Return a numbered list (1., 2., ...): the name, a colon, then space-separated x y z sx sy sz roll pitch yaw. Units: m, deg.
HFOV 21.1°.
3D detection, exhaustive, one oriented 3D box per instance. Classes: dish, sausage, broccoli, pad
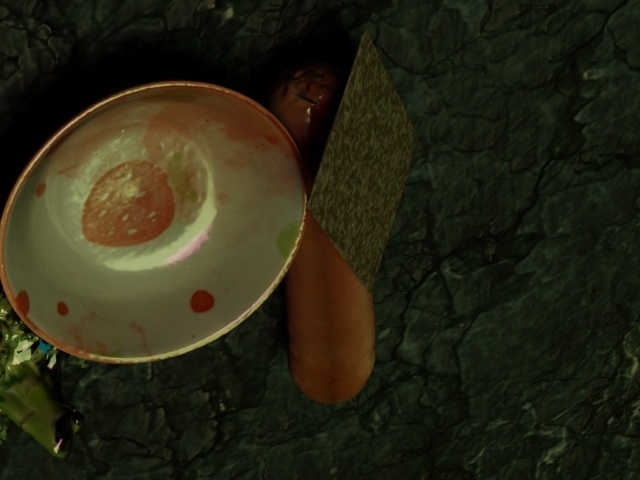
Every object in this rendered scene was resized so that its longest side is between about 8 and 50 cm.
1. dish: -0.144 -0.029 1.399 0.260 0.085 0.260 -12 125 -19
2. sausage: 0.000 0.000 1.550 0.419 0.094 0.094 83 28 -48
3. broccoli: -0.256 0.115 1.433 0.154 0.160 0.167 -56 159 6
4. pad: 0.040 -0.061 1.464 0.235 0.003 0.158 52 54 -66
